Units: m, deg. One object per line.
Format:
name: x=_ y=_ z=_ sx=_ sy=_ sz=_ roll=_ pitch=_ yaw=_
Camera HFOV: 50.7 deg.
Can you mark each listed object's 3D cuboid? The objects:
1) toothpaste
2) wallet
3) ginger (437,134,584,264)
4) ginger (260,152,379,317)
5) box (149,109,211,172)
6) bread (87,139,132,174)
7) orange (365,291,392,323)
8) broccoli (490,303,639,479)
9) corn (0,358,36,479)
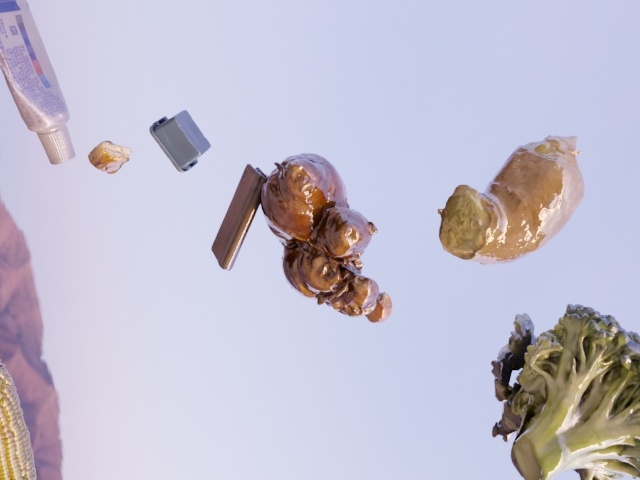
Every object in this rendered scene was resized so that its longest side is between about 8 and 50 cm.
toothpaste: x=-0.458 y=-0.257 z=1.065 sx=0.099 sy=0.069 sz=0.282 roll=-124 pitch=-164 yaw=-71
wallet: x=-0.157 y=-0.048 z=1.316 sx=0.198 sy=0.031 sz=0.110 roll=-65 pitch=-153 yaw=13
ginger: x=0.313 y=-0.056 z=1.072 sx=0.152 sy=0.267 sz=0.138 roll=53 pitch=-2 yaw=-37
ginger: x=-0.005 y=-0.010 z=1.214 sx=0.274 sy=0.153 sz=0.357 roll=-126 pitch=-163 yaw=-53
box: x=-0.239 y=-0.176 z=1.170 sx=0.054 sy=0.074 sz=0.099 roll=-28 pitch=-74 yaw=25
bread: x=-0.447 y=-0.174 z=1.423 sx=0.106 sy=0.072 sz=0.053 roll=-18 pitch=-121 yaw=55
orange: x=0.127 y=0.147 z=1.534 sx=0.086 sy=0.062 sz=0.086 roll=13 pitch=-72 yaw=46
broccoli: x=0.431 y=0.266 z=1.093 sx=0.334 sy=0.272 sz=0.323 roll=121 pitch=-33 yaw=-62
corn: x=-0.604 y=0.365 z=1.266 sx=0.115 sy=0.115 sz=0.317 roll=27 pitch=-52 yaw=56
